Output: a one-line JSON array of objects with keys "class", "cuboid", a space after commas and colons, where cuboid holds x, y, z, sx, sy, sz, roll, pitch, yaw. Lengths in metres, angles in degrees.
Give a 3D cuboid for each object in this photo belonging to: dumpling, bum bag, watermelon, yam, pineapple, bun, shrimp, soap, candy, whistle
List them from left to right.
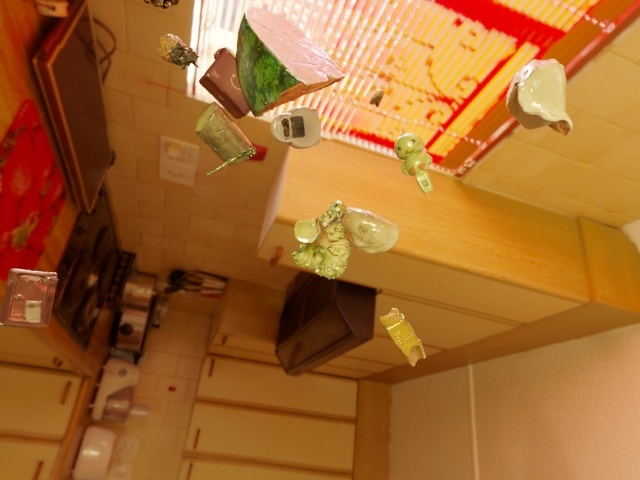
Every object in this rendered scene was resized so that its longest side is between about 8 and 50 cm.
[{"class": "bum bag", "cuboid": [-0.731, 0.146, 1.067, 0.026, 0.109, 0.159, -42, -133, 41]}, {"class": "pineapple", "cuboid": [-0.633, -0.834, 1.897, 0.248, 0.128, 0.128, 41, -57, 34]}, {"class": "yam", "cuboid": [-0.421, -0.451, 1.835, 0.161, 0.268, 0.161, -19, -131, 23]}, {"class": "watermelon", "cuboid": [-0.114, -0.390, 1.026, 0.292, 0.319, 0.222, -31, 161, -51]}, {"class": "candy", "cuboid": [-0.005, -0.122, 2.241, 0.091, 0.305, 0.083, 58, 8, -74]}, {"class": "bun", "cuboid": [0.277, -0.056, 2.453, 0.235, 0.362, 0.326, -68, 163, 10]}, {"class": "shrimp", "cuboid": [0.192, -0.489, 1.477, 0.059, 0.023, 0.108, -37, 171, -9]}, {"class": "soap", "cuboid": [0.290, 0.338, 1.500, 0.160, 0.080, 0.257, 52, -2, 34]}, {"class": "whistle", "cuboid": [0.412, -0.350, 1.853, 0.141, 0.141, 0.294, -51, -127, 59]}, {"class": "dumpling", "cuboid": [0.690, -0.430, 1.300, 0.187, 0.243, 0.318, -48, 171, 29]}]

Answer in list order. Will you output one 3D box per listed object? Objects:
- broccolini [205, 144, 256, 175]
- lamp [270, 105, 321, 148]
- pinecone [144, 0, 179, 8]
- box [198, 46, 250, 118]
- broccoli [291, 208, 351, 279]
[{"class": "broccolini", "cuboid": [-0.350, -0.313, 1.660, 0.044, 0.218, 0.042, 64, -8, -2]}, {"class": "lamp", "cuboid": [-0.106, -0.482, 1.822, 0.108, 0.246, 0.180, 7, -74, 55]}, {"class": "pinecone", "cuboid": [-0.418, -0.668, 1.098, 0.140, 0.140, 0.121, 122, -42, -51]}, {"class": "box", "cuboid": [-0.401, -0.705, 1.937, 0.167, 0.294, 0.193, -53, -154, -11]}, {"class": "broccoli", "cuboid": [-0.011, 0.021, 1.555, 0.361, 0.221, 0.252, -23, 130, -71]}]
